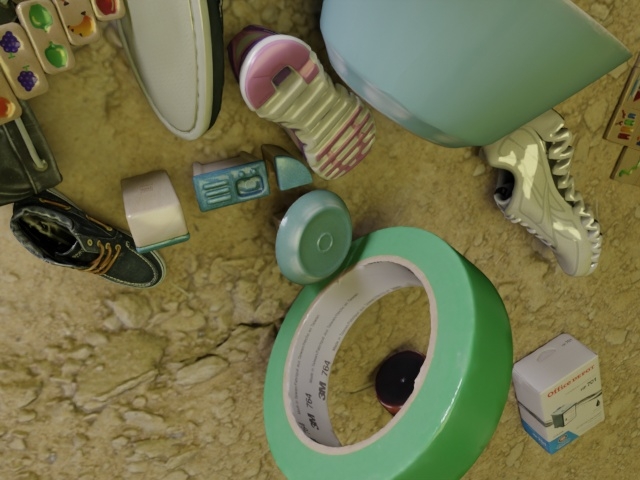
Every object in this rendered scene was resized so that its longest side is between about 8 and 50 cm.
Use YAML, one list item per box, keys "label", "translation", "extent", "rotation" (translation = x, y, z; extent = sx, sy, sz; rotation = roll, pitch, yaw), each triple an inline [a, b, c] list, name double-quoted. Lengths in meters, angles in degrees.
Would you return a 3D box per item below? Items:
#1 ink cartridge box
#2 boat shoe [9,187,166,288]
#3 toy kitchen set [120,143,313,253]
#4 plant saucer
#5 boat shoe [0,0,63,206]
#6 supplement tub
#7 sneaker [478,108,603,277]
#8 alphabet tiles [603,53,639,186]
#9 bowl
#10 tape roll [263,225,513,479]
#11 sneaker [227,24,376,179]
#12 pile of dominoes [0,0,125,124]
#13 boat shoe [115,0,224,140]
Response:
- label: "ink cartridge box"
  translation: [0.459, 0.296, 0.997]
  extent: [0.139, 0.082, 0.191]
  rotation: [-29, 122, -9]
- label: "boat shoe"
  translation: [-0.247, 0.013, 0.563]
  extent: [0.183, 0.083, 0.065]
  rotation: [37, 95, -32]
- label: "toy kitchen set"
  translation: [-0.098, -0.003, 0.597]
  extent: [0.207, 0.122, 0.166]
  rotation: [-17, 118, -15]
- label: "plant saucer"
  translation: [0.000, 0.000, 0.619]
  extent: [0.119, 0.021, 0.120]
  rotation: [-18, 117, -38]
- label: "boat shoe"
  translation: [-0.318, -0.187, 0.439]
  extent: [0.119, 0.121, 0.335]
  rotation: [-25, 125, -32]
- label: "supplement tub"
  translation: [0.179, 0.272, 0.852]
  extent: [0.106, 0.106, 0.198]
  rotation: [-42, 122, -1]
- label: "sneaker"
  translation: [0.328, -0.054, 0.778]
  extent: [0.118, 0.110, 0.292]
  rotation: [-32, 113, 2]
- label: "alphabet tiles"
  translation: [0.628, -0.221, 0.878]
  extent: [0.342, 0.011, 0.285]
  rotation: [7, 109, -26]
- label: "bowl"
  translation: [0.123, -0.210, 0.523]
  extent: [0.311, 0.312, 0.163]
  rotation: [17, 124, -29]
- label: "tape roll"
  translation: [0.062, 0.139, 0.613]
  extent: [0.077, 0.321, 0.321]
  rotation: [34, 97, -30]
- label: "sneaker"
  translation: [-0.021, -0.157, 0.583]
  extent: [0.095, 0.104, 0.236]
  rotation: [-46, 144, 6]
- label: "pile of dominoes"
  translation: [-0.265, -0.184, 0.372]
  extent: [0.251, 0.040, 0.196]
  rotation: [-51, 135, -15]
- label: "boat shoe"
  translation: [-0.127, -0.269, 0.473]
  extent: [0.113, 0.127, 0.340]
  rotation: [-36, 123, -44]
